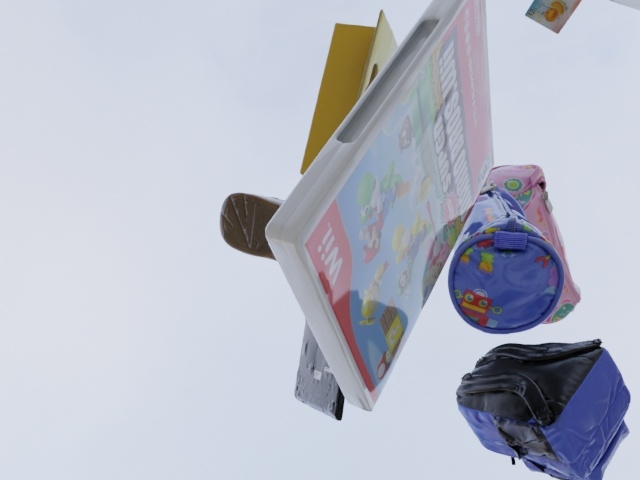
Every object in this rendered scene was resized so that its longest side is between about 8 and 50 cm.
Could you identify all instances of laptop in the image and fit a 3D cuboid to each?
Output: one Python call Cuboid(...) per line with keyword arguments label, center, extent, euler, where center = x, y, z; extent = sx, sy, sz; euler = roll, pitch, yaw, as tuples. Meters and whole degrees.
Cuboid(label="laptop", center=(0.067, 0.155, 0.961), extent=(0.136, 0.234, 0.264), euler=(12, -101, -16))

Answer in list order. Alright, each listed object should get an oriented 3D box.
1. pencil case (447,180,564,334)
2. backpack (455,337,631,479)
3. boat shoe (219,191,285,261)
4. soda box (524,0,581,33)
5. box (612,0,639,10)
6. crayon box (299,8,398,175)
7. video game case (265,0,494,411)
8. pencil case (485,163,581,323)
Cuboid(label="pencil case", center=(0.221, 0.006, 0.731), extent=(0.119, 0.306, 0.133), euler=(1, -75, 11))
Cuboid(label="backpack", center=(0.179, 0.144, 0.478), extent=(0.098, 0.120, 0.101), euler=(-35, -76, -30))
Cuboid(label="boat shoe", center=(0.000, 0.000, 0.842), extent=(0.341, 0.110, 0.122), euler=(25, -74, 35))
Cuboid(label="soda box", center=(0.380, -0.403, 0.838), extent=(0.063, 0.058, 0.183), euler=(34, -52, 7))
Cuboid(label="box", center=(0.203, -0.206, 0.213), extent=(0.119, 0.182, 0.181), euler=(3, -103, -26))
Cuboid(label="crayon box", center=(0.061, -0.159, 0.800), extent=(0.081, 0.318, 0.202), euler=(13, -93, 17))
Cuboid(label="video game case", center=(0.072, -0.040, 0.436), extent=(0.025, 0.285, 0.204), euler=(15, -35, 30))
Cuboid(label="pencil case", center=(0.353, 0.005, 0.970), extent=(0.124, 0.124, 0.284), euler=(-25, -66, 5))
